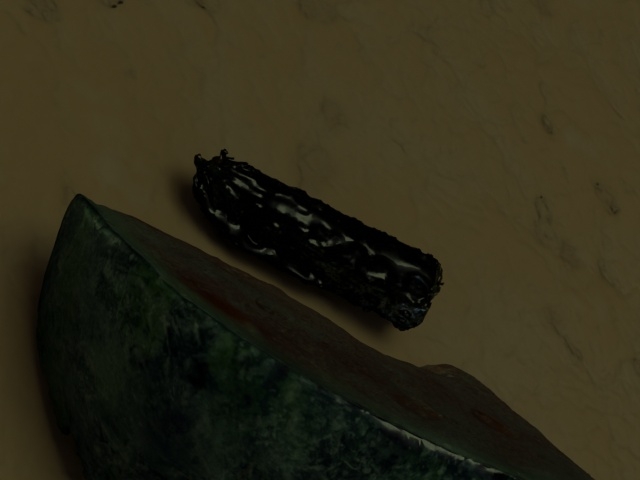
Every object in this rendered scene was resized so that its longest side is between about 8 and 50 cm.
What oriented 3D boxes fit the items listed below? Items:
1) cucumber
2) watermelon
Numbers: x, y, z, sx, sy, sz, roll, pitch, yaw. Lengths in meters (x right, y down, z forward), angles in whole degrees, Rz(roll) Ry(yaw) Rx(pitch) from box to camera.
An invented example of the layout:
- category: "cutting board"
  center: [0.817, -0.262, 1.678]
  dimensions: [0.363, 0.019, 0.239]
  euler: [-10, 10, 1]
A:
- category: "cucumber"
  center: [0.000, 0.000, 1.032]
  dimensions: [0.181, 0.053, 0.053]
  euler: [29, 48, -25]
- category: "watermelon"
  center: [-0.009, 0.105, 0.911]
  dimensions: [0.318, 0.148, 0.226]
  euler: [31, 15, 3]
